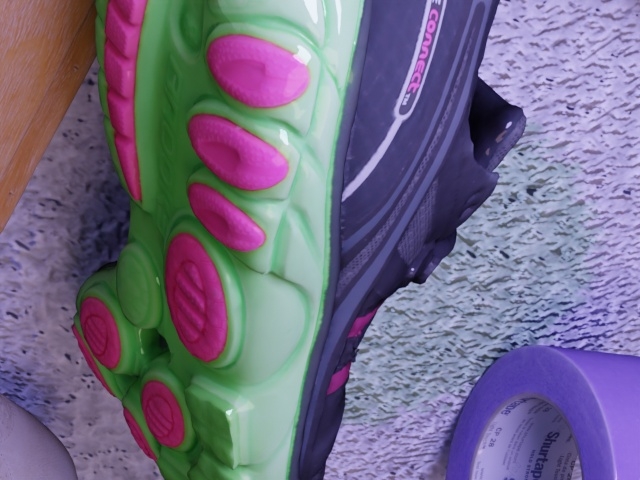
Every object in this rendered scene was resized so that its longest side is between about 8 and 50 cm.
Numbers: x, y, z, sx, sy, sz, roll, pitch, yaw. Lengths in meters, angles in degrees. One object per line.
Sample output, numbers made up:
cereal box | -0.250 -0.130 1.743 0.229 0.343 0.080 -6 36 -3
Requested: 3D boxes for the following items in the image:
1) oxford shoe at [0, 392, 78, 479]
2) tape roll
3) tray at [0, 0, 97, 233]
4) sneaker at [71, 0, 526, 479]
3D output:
oxford shoe | -0.235 0.080 0.846 0.146 0.140 0.397 -28 148 23
tape roll | 0.157 0.161 1.066 0.080 0.189 0.189 9 131 -26
tray | -0.149 -0.182 0.686 0.203 0.076 0.411 12 129 -30
sneaker | 0.000 0.000 0.839 0.202 0.185 0.483 -26 156 -25
